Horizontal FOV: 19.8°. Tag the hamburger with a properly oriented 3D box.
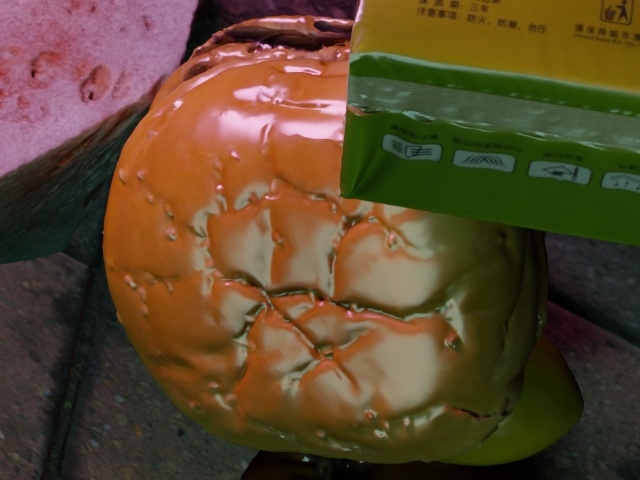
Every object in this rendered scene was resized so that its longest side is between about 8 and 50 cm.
[{"bbox_3d":[0.000,0.000,1.181,0.319,0.158,0.318,9,113,21],"label":"hamburger"}]

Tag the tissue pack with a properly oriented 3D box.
[{"bbox_3d":[0.160,-0.117,0.996,0.275,0.200,0.167,9,151,4],"label":"tissue pack"}]

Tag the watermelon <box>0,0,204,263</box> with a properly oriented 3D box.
[{"bbox_3d":[-0.200,-0.125,1.292,0.258,0.387,0.228,-31,90,6],"label":"watermelon"}]

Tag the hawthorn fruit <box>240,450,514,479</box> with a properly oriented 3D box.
[{"bbox_3d":[0.057,0.248,1.506,0.262,0.258,0.258,32,147,-33],"label":"hawthorn fruit"}]

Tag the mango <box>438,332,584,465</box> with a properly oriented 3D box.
[{"bbox_3d":[0.030,0.058,1.375,0.331,0.142,0.195,42,135,-7],"label":"mango"}]
